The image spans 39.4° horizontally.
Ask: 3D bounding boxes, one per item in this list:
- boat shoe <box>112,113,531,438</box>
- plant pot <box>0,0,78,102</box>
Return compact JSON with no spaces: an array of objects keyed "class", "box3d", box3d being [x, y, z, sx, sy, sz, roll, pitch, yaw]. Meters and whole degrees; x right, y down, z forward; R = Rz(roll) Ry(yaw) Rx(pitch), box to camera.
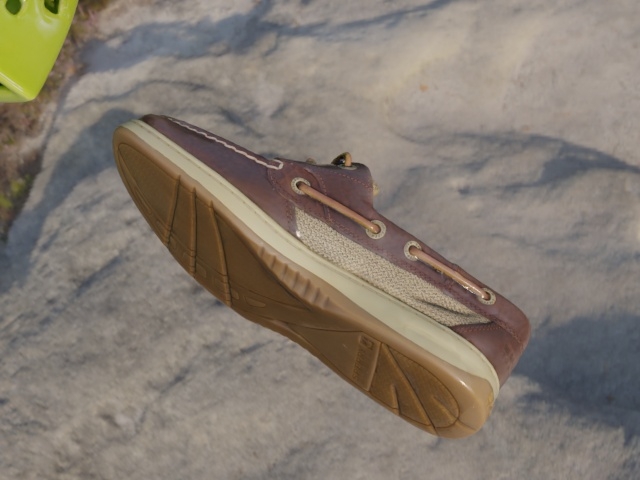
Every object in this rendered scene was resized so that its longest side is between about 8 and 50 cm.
[{"class":"boat shoe","box3d":[0.000,0.000,0.665,0.342,0.123,0.123,33,57,16]},{"class":"plant pot","box3d":[-0.321,-0.263,0.753,0.228,0.227,0.207,13,70,49]}]
